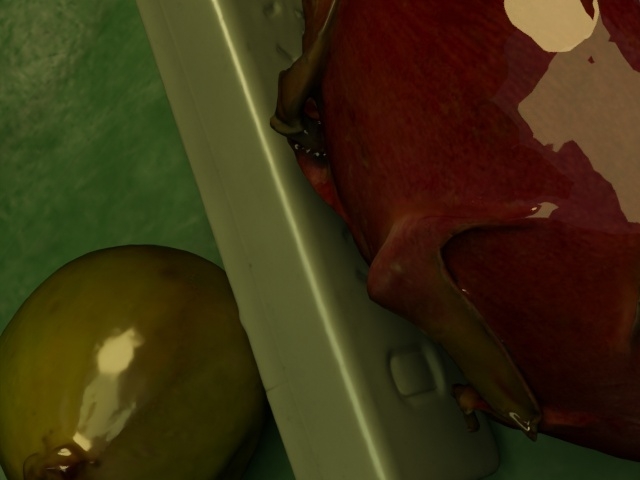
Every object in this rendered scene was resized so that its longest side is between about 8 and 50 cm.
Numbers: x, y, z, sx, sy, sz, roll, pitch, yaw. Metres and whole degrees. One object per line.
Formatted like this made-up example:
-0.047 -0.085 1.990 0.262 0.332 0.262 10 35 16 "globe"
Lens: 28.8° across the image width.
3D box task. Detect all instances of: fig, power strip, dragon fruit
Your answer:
-0.092 0.075 0.608 0.136 0.121 0.153 -18 57 17 "fig"
0.000 0.000 0.596 0.058 0.098 0.338 -26 78 35 "power strip"
0.120 -0.046 0.509 0.250 0.250 0.315 -25 65 11 "dragon fruit"
